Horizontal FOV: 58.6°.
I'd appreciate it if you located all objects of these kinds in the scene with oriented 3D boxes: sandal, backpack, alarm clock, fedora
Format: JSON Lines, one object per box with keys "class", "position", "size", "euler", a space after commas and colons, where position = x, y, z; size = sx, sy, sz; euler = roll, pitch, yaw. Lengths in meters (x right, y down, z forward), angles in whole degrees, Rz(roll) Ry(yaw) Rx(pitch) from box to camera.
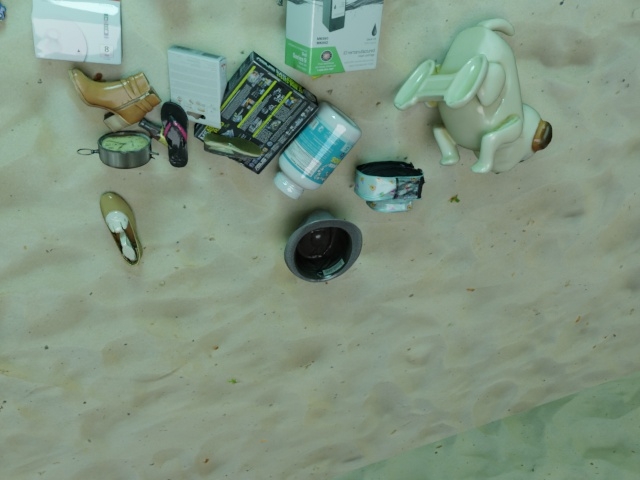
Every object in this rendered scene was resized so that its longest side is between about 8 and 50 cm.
{"class": "sandal", "position": [-0.372, -0.268, 1.469], "size": [0.067, 0.040, 0.179], "euler": [-2, 120, -3]}
{"class": "backpack", "position": [0.191, -0.163, 1.690], "size": [0.188, 0.166, 0.145], "euler": [4, 113, -16]}
{"class": "alarm clock", "position": [-0.516, -0.227, 1.448], "size": [0.191, 0.129, 0.064], "euler": [-5, 125, -24]}
{"class": "fedora", "position": [0.000, 0.000, 1.768], "size": [0.243, 0.124, 0.276], "euler": [-8, 134, -9]}

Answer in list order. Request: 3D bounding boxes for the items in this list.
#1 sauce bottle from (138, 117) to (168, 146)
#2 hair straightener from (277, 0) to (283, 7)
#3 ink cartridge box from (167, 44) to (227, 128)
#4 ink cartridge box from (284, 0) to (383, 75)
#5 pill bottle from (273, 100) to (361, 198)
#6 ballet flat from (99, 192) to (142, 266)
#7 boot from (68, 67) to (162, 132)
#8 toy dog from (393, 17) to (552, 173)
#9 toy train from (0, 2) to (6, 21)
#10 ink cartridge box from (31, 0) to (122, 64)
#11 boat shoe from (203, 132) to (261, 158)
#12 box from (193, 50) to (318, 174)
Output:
{"class": "sauce bottle", "position": [-0.417, -0.277, 1.502], "size": [0.128, 0.042, 0.042], "euler": [30, 111, -33]}
{"class": "hair straightener", "position": [-0.073, -0.597, 1.388], "size": [0.089, 0.047, 0.230], "euler": [-50, 130, 1]}
{"class": "ink cartridge box", "position": [-0.304, -0.383, 1.426], "size": [0.145, 0.045, 0.179], "euler": [17, 132, 13]}
{"class": "ink cartridge box", "position": [0.035, -0.560, 1.363], "size": [0.211, 0.121, 0.289], "euler": [-16, 127, -29]}
{"class": "pill bottle", "position": [-0.018, -0.242, 1.585], "size": [0.146, 0.146, 0.264], "euler": [29, 112, -31]}
{"class": "ballet flat", "position": [-0.556, -0.026, 1.612], "size": [0.080, 0.073, 0.232], "euler": [-18, 126, -5]}
{"class": "boot", "position": [-0.500, -0.373, 1.396], "size": [0.152, 0.073, 0.197], "euler": [-30, 139, 6]}
{"class": "toy dog", "position": [0.463, -0.365, 1.606], "size": [0.408, 0.284, 0.396], "euler": [41, 68, -33]}
{"class": "toy train", "position": [-0.713, -0.552, 1.235], "size": [0.036, 0.027, 0.158], "euler": [-13, 126, -22]}
{"class": "ink cartridge box", "position": [-0.549, -0.524, 1.287], "size": [0.188, 0.066, 0.233], "euler": [0, 127, -17]}
{"class": "boat shoe", "position": [-0.232, -0.241, 1.499], "size": [0.152, 0.056, 0.049], "euler": [15, 134, -10]}
{"class": "box", "position": [-0.171, -0.327, 1.504], "size": [0.216, 0.060, 0.270], "euler": [29, 122, -30]}
